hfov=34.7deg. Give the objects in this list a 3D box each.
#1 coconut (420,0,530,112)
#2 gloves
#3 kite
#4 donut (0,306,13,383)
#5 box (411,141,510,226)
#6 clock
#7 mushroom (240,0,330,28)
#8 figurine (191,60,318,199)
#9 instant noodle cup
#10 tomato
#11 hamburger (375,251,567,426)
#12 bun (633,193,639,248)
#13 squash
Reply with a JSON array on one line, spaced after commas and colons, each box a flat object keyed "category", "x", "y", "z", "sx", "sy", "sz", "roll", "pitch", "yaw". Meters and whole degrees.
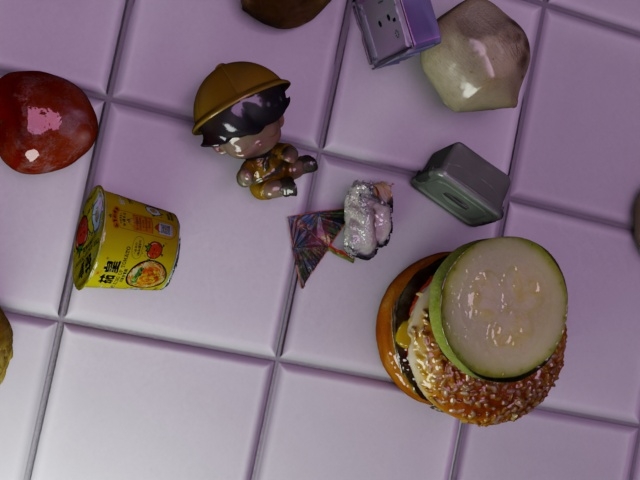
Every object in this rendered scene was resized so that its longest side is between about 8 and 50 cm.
[{"category": "coconut", "x": 0.299, "y": -0.337, "z": 1.923, "sx": 0.224, "sy": 0.224, "sz": 0.224, "roll": 0, "pitch": 90, "yaw": -17}, {"category": "gloves", "x": 0.089, "y": -0.038, "z": 1.920, "sx": 0.114, "sy": 0.070, "sz": 0.153, "roll": 1, "pitch": 94, "yaw": -51}, {"category": "kite", "x": 0.000, "y": 0.000, "z": 1.929, "sx": 0.159, "sy": 0.010, "sz": 0.190, "roll": 38, "pitch": 80, "yaw": -15}, {"category": "donut", "x": -0.634, "y": 0.191, "z": 1.676, "sx": 0.261, "sy": 0.128, "sz": 0.208, "roll": -26, "pitch": 98, "yaw": -14}, {"category": "box", "x": 0.276, "y": -0.111, "z": 1.960, "sx": 0.172, "sy": 0.124, "sz": 0.092, "roll": 34, "pitch": 71, "yaw": -15}, {"category": "clock", "x": 0.137, "y": -0.400, "z": 1.874, "sx": 0.073, "sy": 0.193, "sz": 0.144, "roll": -19, "pitch": 96, "yaw": -18}, {"category": "mushroom", "x": 0.005, "y": -0.566, "z": 1.793, "sx": 0.224, "sy": 0.314, "sz": 0.397, "roll": 23, "pitch": 89, "yaw": -12}, {"category": "figurine", "x": -0.125, "y": -0.193, "z": 1.815, "sx": 0.192, "sy": 0.167, "sz": 0.256, "roll": -35, "pitch": 122, "yaw": -27}, {"category": "instant noodle cup", "x": -0.329, "y": 0.007, "z": 1.751, "sx": 0.144, "sy": 0.182, "sz": 0.182, "roll": 11, "pitch": 87, "yaw": -26}, {"category": "tomato", "x": -0.465, "y": -0.204, "z": 1.717, "sx": 0.187, "sy": 0.151, "sz": 0.187, "roll": 2, "pitch": 84, "yaw": -18}, {"category": "hamburger", "x": 0.285, "y": 0.173, "z": 1.890, "sx": 0.330, "sy": 0.250, "sz": 0.329, "roll": 0, "pitch": 91, "yaw": -16}, {"category": "bun", "x": 0.739, "y": -0.029, "z": 2.093, "sx": 0.179, "sy": 0.128, "sz": 0.193, "roll": 3, "pitch": 91, "yaw": -18}, {"category": "squash", "x": 0.307, "y": 0.117, "z": 1.746, "sx": 0.252, "sy": 0.049, "sz": 0.252, "roll": 1, "pitch": 88, "yaw": -20}]
